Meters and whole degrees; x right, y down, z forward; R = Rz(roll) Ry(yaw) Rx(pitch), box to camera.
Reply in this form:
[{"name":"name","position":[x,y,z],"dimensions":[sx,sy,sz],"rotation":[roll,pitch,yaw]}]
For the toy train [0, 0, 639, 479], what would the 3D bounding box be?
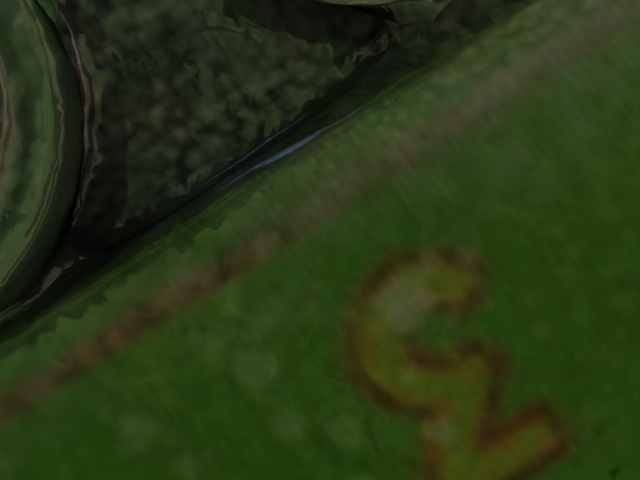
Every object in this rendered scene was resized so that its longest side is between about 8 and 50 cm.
[{"name":"toy train","position":[0.000,0.000,0.371],"dimensions":[0.307,0.173,0.249],"rotation":[-33,-96,2]}]
